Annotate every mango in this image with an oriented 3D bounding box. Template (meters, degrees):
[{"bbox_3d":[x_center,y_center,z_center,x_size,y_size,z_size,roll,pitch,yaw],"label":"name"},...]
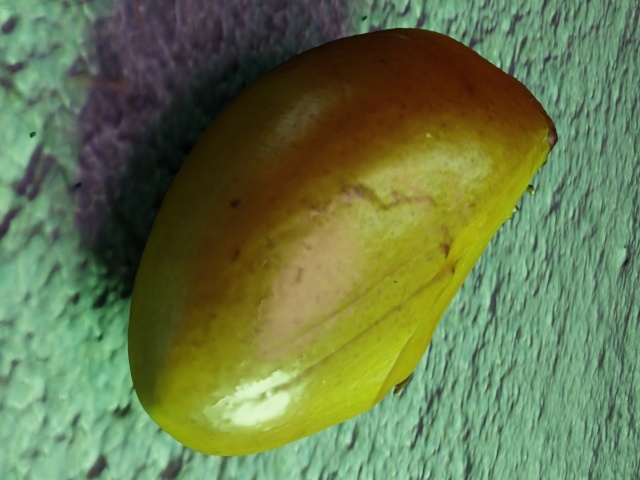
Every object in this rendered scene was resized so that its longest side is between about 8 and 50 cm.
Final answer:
[{"bbox_3d":[0.000,0.000,0.578,0.257,0.138,0.187,-29,138,-50],"label":"mango"}]
